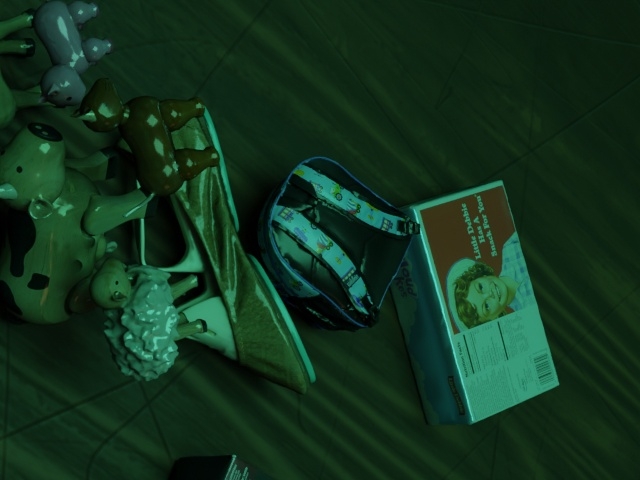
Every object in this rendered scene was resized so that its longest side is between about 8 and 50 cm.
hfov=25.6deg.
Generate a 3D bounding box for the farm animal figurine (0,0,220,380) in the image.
[{"bbox_3d":[-0.261,-0.056,1.320,0.172,0.330,0.326,-20,123,-39],"label":"farm animal figurine"}]

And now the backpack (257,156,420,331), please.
[{"bbox_3d":[0.000,0.000,1.555,0.173,0.117,0.158,39,63,-26],"label":"backpack"}]

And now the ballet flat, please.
[{"bbox_3d":[-0.123,0.023,1.479,0.124,0.116,0.342,-24,97,-15],"label":"ballet flat"}]

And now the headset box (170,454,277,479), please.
[{"bbox_3d":[-0.071,0.368,1.444,0.293,0.110,0.218,36,61,-27],"label":"headset box"}]

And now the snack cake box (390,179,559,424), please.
[{"bbox_3d":[0.173,0.074,1.686,0.152,0.089,0.264,-17,92,-34],"label":"snack cake box"}]
